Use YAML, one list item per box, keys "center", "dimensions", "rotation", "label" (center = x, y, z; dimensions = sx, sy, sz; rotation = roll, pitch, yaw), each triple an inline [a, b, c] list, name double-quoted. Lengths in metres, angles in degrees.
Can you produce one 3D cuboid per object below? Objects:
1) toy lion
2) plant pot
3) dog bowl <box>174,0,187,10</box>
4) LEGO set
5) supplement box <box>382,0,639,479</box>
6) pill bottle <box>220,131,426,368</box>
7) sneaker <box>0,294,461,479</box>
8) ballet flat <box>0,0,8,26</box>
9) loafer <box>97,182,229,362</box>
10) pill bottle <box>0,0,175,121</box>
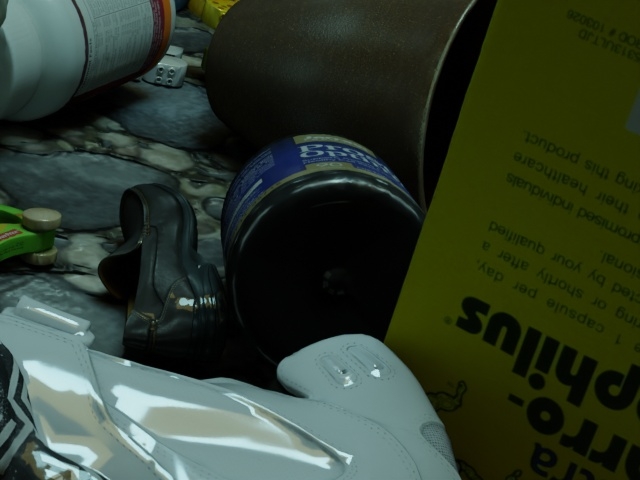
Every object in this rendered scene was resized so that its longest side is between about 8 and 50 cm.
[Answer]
- center: [-0.224, -0.005, 0.913]
  dimensions: [0.096, 0.034, 0.100]
  rotation: [20, 23, 25]
  label: "toy lion"
- center: [0.034, -0.114, 1.133]
  dimensions: [0.230, 0.215, 0.215]
  rotation: [16, 21, 31]
  label: "plant pot"
- center: [-0.253, -0.294, 1.448]
  dimensions: [0.297, 0.074, 0.166]
  rotation: [12, 25, -9]
  label: "dog bowl"
- center: [-0.053, -0.159, 1.275]
  dimensions: [0.227, 0.087, 0.093]
  rotation: [9, 25, -15]
  label: "LEGO set"
- center: [0.170, 0.015, 0.725]
  dimensions: [0.195, 0.356, 0.194]
  rotation: [28, 26, 23]
  label: "supplement box"
- center: [0.000, 0.000, 0.910]
  dimensions: [0.123, 0.122, 0.219]
  rotation: [13, 12, -8]
  label: "pill bottle"
- center: [-0.086, 0.101, 0.659]
  dimensions: [0.366, 0.137, 0.210]
  rotation: [32, 27, 19]
  label: "sneaker"
- center: [-0.267, -0.205, 0.975]
  dimensions: [0.139, 0.139, 0.400]
  rotation: [4, 61, -26]
  label: "ballet flat"
- center: [-0.106, 0.013, 0.914]
  dimensions: [0.061, 0.062, 0.170]
  rotation: [1, 27, -22]
  label: "loafer"
- center: [-0.211, -0.159, 1.131]
  dimensions: [0.121, 0.121, 0.221]
  rotation: [24, 26, 16]
  label: "pill bottle"
